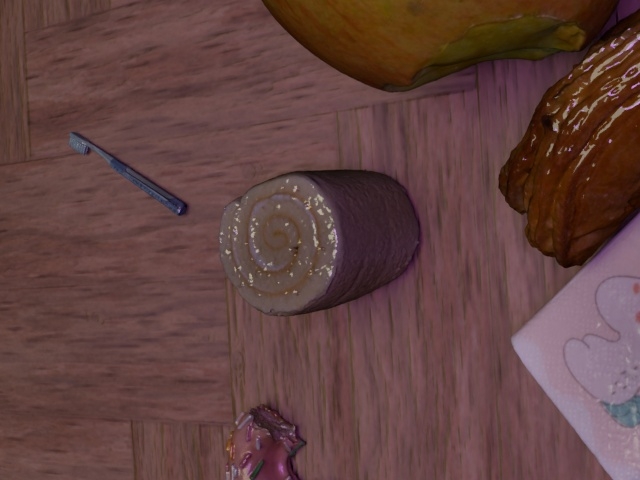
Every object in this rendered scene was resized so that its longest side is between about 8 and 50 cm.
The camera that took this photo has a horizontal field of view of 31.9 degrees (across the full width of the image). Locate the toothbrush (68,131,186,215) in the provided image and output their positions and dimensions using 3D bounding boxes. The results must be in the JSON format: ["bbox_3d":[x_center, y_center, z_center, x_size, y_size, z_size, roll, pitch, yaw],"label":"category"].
[{"bbox_3d":[-0.236,-0.081,1.339,0.219,0.016,0.019,31,111,33],"label":"toothbrush"}]

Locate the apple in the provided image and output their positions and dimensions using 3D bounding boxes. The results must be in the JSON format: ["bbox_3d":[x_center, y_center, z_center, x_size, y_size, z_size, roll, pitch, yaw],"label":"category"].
[{"bbox_3d":[0.083,-0.287,0.892,0.339,0.339,0.339,1,92,38],"label":"apple"}]

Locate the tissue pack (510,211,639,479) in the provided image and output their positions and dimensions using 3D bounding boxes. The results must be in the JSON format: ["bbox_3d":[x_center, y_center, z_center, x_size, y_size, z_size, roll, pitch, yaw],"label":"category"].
[{"bbox_3d":[0.313,0.040,0.886,0.325,0.071,0.170,-50,62,26],"label":"tissue pack"}]

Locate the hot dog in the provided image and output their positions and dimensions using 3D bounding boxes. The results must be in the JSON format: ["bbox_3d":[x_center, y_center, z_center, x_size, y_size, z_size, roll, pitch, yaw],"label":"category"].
[{"bbox_3d":[0.250,-0.110,0.872,0.122,0.196,0.272,40,117,4],"label":"hot dog"}]

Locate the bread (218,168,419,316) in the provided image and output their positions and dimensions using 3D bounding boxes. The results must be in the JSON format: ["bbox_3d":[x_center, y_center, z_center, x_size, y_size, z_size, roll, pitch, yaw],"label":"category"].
[{"bbox_3d":[0.000,0.000,1.084,0.148,0.141,0.134,-11,88,39],"label":"bread"}]

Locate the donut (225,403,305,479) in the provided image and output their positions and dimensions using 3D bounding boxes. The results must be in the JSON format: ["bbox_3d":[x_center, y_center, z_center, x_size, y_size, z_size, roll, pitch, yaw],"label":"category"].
[{"bbox_3d":[-0.044,0.259,1.170,0.166,0.065,0.117,41,114,31],"label":"donut"}]
